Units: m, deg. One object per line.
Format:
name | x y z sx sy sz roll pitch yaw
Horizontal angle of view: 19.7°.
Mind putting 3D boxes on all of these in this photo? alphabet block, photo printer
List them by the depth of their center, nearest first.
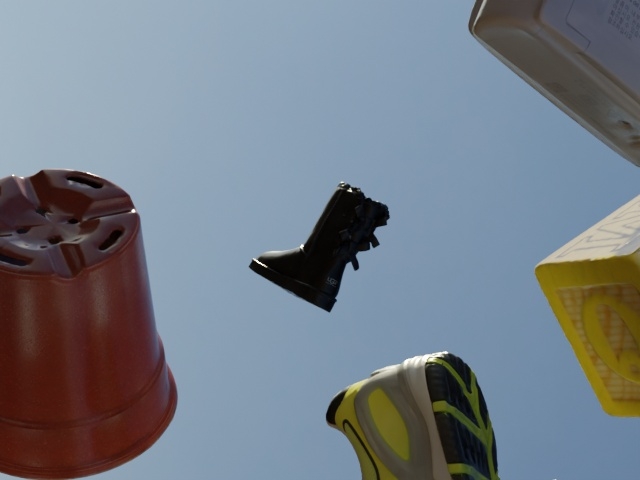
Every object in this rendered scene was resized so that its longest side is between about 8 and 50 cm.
photo printer | 0.274 -0.243 1.532 0.107 0.256 0.307 -1 -118 54
alphabet block | 0.374 0.055 1.892 0.192 0.197 0.193 62 -25 -8

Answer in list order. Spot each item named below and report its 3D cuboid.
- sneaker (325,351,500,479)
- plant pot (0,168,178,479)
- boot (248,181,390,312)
sneaker | 0.117 0.304 1.853 0.145 0.147 0.384 -21 99 -65
plant pot | -0.299 0.080 2.074 0.272 0.272 0.265 -122 -154 -48
boot | -0.001 0.000 1.487 0.121 0.045 0.099 23 -96 58
